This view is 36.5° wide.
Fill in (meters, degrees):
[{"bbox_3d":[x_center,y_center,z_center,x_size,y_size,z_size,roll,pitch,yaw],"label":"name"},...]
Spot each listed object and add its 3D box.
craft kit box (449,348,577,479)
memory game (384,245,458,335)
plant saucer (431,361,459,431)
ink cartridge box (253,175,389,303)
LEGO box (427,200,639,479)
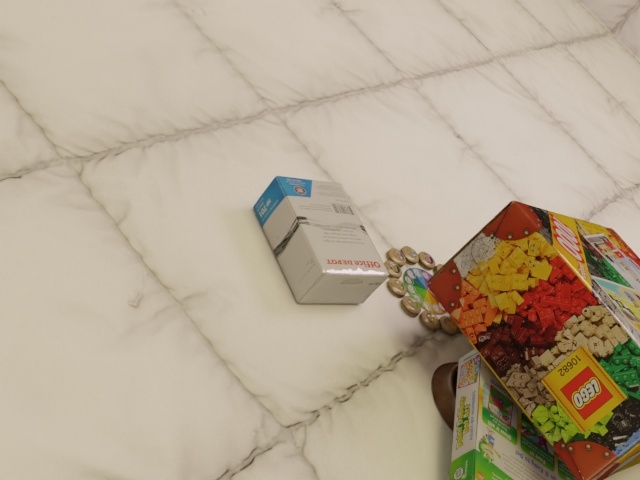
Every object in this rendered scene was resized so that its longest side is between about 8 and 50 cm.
[{"bbox_3d":[0.298,0.315,1.409,0.250,0.061,0.247,36,36,-19],"label":"craft kit box"},{"bbox_3d":[0.183,0.082,1.635,0.186,0.012,0.186,26,36,-21],"label":"memory game"},{"bbox_3d":[0.246,0.252,1.492,0.168,0.029,0.168,26,38,-22],"label":"plant saucer"},{"bbox_3d":[0.000,0.000,1.487,0.139,0.082,0.191,4,50,-41],"label":"ink cartridge box"},{"bbox_3d":[0.444,0.154,1.544,0.372,0.193,0.500,53,23,24],"label":"LEGO box"}]
